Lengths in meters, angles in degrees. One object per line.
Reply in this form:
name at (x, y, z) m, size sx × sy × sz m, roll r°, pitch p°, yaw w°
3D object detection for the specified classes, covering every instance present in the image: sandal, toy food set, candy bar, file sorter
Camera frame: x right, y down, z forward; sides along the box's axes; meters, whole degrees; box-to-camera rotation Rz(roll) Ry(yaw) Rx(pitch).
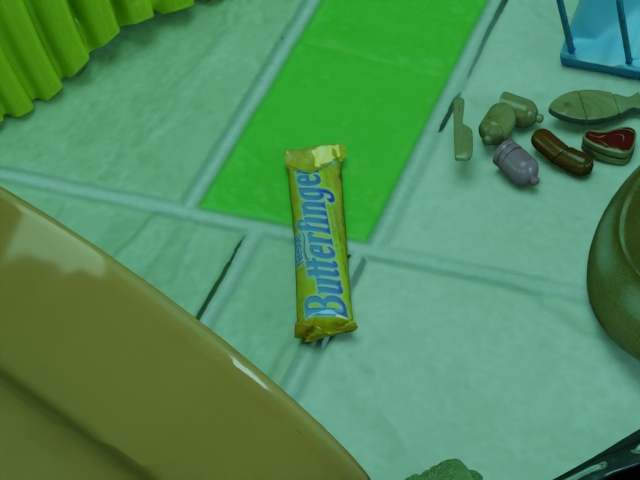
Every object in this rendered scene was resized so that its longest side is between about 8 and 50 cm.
sandal at (-0.204, -0.184, 1.107) m, size 0.317 × 0.126 × 0.138 m, roll -29°, pitch 45°, yaw -27°
toy food set at (0.145, -0.063, 0.991) m, size 0.122 × 0.019 × 0.078 m, roll 2°, pitch 48°, yaw 2°
candy bar at (0.000, 0.000, 0.959) m, size 0.040 × 0.018 × 0.161 m, roll -7°, pitch 46°, yaw 4°
file sorter at (0.244, -0.170, 0.991) m, size 0.170 × 0.104 × 0.118 m, roll 14°, pitch 71°, yaw 22°

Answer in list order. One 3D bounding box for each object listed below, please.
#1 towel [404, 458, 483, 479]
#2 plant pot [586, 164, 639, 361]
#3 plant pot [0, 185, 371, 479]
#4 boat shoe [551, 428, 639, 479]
towel at (0.054, 0.182, 0.773) m, size 0.110 × 0.027 × 0.148 m, roll -20°, pitch 49°, yaw -8°
plant pot at (0.257, -0.015, 0.867) m, size 0.236 × 0.032 × 0.236 m, roll -18°, pitch 34°, yaw 13°
plant pot at (-0.150, 0.116, 0.719) m, size 0.291 × 0.291 × 0.203 m, roll 27°, pitch 73°, yaw 30°
boat shoe at (0.130, 0.132, 0.752) m, size 0.206 × 0.065 × 0.075 m, roll -25°, pitch 57°, yaw -30°
